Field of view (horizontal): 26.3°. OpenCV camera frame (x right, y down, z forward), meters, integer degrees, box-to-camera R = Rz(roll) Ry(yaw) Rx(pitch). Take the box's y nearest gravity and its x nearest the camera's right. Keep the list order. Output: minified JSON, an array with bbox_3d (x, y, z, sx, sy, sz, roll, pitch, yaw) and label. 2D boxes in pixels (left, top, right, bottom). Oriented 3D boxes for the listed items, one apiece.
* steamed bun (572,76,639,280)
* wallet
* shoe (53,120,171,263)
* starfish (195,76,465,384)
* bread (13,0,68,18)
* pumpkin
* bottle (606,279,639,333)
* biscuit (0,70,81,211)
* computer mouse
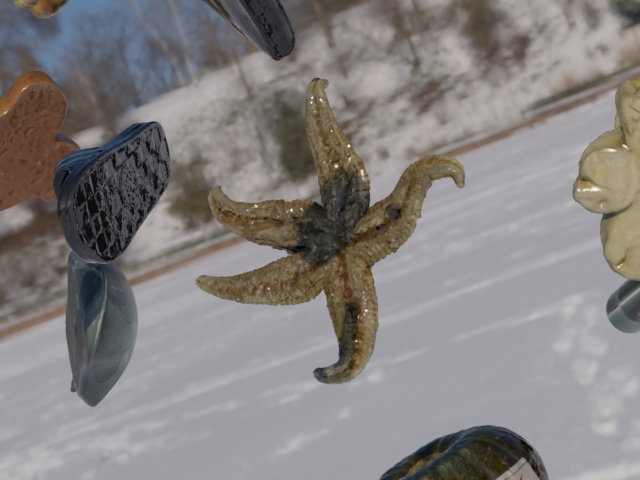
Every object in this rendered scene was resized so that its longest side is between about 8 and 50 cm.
[{"bbox_3d":[0.421,-0.058,1.427,0.295,0.292,0.137,-5,25,20],"label":"steamed bun"},{"bbox_3d":[-0.160,-0.336,1.501,0.051,0.197,0.377,-39,42,-8],"label":"wallet"},{"bbox_3d":[-0.152,-0.033,0.933,0.049,0.071,0.179,-5,20,14],"label":"shoe"},{"bbox_3d":[0.008,0.004,1.501,0.375,0.327,0.094,-36,-31,30],"label":"starfish"},{"bbox_3d":[-0.171,-0.201,0.947,0.111,0.044,0.083,-45,15,4],"label":"bread"},{"bbox_3d":[0.171,0.355,1.728,0.260,0.189,0.260,-31,2,1],"label":"pumpkin"},{"bbox_3d":[0.528,0.076,2.157,0.082,0.082,0.286,-20,-14,-12],"label":"bottle"},{"bbox_3d":[-0.408,-0.067,1.448,0.324,0.049,0.205,-30,-35,-20],"label":"biscuit"},{"bbox_3d":[-0.319,0.139,1.984,0.090,0.167,0.379,-4,-27,-18],"label":"computer mouse"}]
